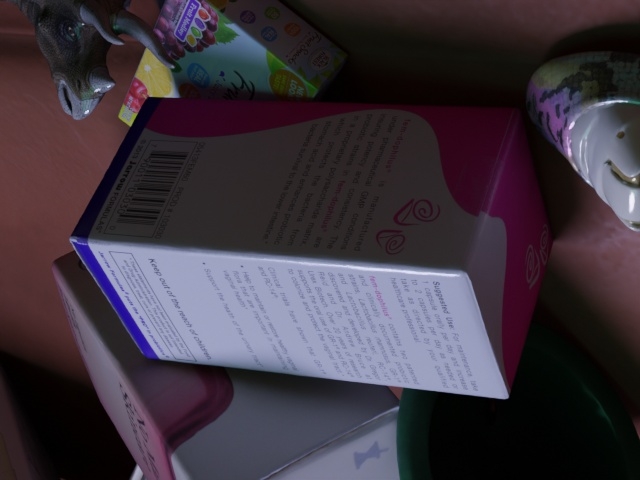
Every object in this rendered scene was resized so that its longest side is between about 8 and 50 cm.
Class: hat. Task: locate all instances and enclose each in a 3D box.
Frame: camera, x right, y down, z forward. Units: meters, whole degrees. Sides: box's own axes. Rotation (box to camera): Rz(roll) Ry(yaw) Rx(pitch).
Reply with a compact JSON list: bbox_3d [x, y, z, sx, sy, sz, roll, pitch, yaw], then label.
[{"bbox_3d":[0.079,0.159,0.852,0.208,0.173,0.183,46,144,-12],"label":"hat"}]

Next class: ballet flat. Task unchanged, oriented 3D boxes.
[{"bbox_3d":[0.180,-0.029,0.629,0.222,0.079,0.077,19,142,28],"label":"ballet flat"}]

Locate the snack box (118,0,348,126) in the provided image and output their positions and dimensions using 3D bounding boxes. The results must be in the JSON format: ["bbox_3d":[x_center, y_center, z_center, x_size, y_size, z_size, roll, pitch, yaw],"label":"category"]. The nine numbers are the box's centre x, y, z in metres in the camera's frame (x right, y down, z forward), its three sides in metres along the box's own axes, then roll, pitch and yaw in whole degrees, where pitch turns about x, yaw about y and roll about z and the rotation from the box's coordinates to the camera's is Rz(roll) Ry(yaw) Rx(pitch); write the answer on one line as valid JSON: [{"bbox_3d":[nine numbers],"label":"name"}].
[{"bbox_3d":[-0.054,-0.088,0.820,0.100,0.037,0.141,37,146,1],"label":"snack box"}]

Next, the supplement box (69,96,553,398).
[{"bbox_3d":[0.000,0.000,0.758,0.220,0.111,0.114,4,141,26],"label":"supplement box"}]

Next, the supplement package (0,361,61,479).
[{"bbox_3d":[-0.323,0.277,1.248,0.262,0.199,0.198,-122,13,-48],"label":"supplement package"}]

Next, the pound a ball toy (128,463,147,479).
[{"bbox_3d":[-0.057,0.231,1.135,0.208,0.135,0.319,15,146,-8],"label":"pound a ball toy"}]

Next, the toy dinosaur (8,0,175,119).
[{"bbox_3d":[-0.197,-0.208,0.779,0.160,0.121,0.313,-25,101,38],"label":"toy dinosaur"}]

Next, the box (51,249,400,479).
[{"bbox_3d":[-0.054,0.102,0.876,0.232,0.127,0.148,50,158,42],"label":"box"}]
